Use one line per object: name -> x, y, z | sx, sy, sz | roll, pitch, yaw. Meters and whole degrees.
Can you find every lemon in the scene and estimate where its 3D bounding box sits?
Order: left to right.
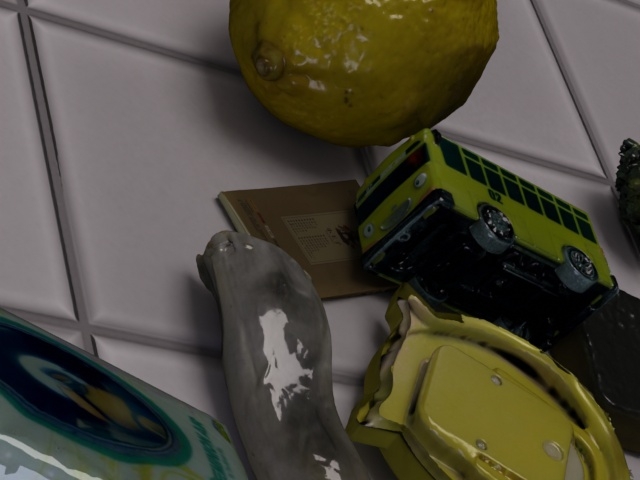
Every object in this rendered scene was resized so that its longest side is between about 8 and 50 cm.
lemon -> 0.045, -0.226, 2.024 | 0.268, 0.268, 0.322 | 45, 31, 6

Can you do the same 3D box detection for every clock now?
clock -> 0.157, 0.188, 1.845 | 0.293, 0.071, 0.277 | 35, 34, -1

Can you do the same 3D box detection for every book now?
book -> 0.000, 0.000, 1.949 | 0.199, 0.016, 0.138 | -6, 56, -46

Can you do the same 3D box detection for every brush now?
brush -> 0.309, 0.128, 2.065 | 0.123, 0.059, 0.197 | 21, 40, -29

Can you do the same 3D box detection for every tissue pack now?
tissue pack -> -0.235, 0.151, 1.367 | 0.388, 0.162, 0.287 | 28, 8, -18

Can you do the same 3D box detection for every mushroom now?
mushroom -> -0.028, 0.140, 1.710 | 0.109, 0.097, 0.351 | 5, 52, -37

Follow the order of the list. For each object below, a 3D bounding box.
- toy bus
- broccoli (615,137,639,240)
toy bus -> 0.162, -0.001, 1.989 | 0.262, 0.128, 0.150 | 26, 36, -34
broccoli -> 0.494, -0.074, 2.274 | 0.165, 0.304, 0.145 | 61, 17, -72
